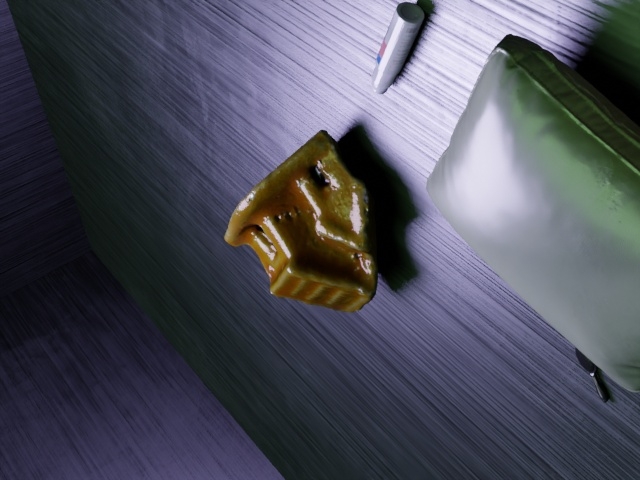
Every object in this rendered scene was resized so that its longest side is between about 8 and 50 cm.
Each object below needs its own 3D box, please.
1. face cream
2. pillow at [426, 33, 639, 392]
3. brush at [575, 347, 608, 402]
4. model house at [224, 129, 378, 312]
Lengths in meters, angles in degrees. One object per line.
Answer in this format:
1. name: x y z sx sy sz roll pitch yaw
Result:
1. face cream: 0.086 -0.221 0.827 0.034 0.034 0.130 50 153 16
2. pillow: 0.248 -0.018 0.669 0.322 0.119 0.255 46 153 18
3. brush: 0.328 0.160 0.844 0.024 0.008 0.083 -12 108 59
4. model house: -0.001 -0.001 1.053 0.239 0.173 0.268 55 156 8
